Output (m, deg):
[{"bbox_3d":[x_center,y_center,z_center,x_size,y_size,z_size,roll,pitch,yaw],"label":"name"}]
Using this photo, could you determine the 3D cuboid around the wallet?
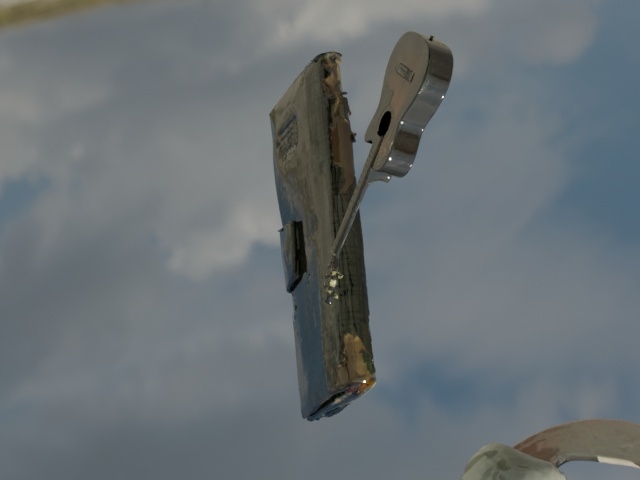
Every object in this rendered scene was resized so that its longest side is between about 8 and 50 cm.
[{"bbox_3d":[-0.001,0.000,1.791,0.044,0.317,0.169,-2,165,-18],"label":"wallet"}]

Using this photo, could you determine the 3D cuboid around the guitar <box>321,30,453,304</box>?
[{"bbox_3d":[0.047,-0.056,1.542,0.025,0.233,0.088,16,-167,-21],"label":"guitar"}]

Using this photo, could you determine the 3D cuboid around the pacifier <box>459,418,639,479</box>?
[{"bbox_3d":[0.204,0.281,1.688,0.220,0.273,0.332,25,-120,3],"label":"pacifier"}]
